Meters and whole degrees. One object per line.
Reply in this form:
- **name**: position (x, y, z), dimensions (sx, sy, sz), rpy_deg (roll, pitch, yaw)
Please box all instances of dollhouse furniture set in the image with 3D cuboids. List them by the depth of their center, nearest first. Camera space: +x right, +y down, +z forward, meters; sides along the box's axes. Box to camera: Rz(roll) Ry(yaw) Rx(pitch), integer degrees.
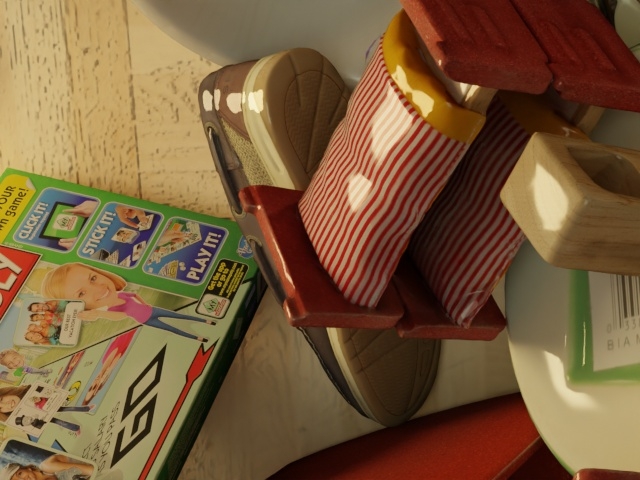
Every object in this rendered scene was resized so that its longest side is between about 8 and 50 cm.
- **dollhouse furniture set**: position (0.110, 0.030, 0.807), dimensions (0.152, 0.374, 0.201), rpy_deg (7, 127, -30)

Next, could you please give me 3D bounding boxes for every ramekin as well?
- **ramekin**: position (0.240, 0.023, 0.888), dimensions (0.148, 0.303, 0.303), rpy_deg (7, 105, -30)

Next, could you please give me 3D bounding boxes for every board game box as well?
- **board game box**: position (-0.180, 0.090, 1.024), dimensions (0.214, 0.317, 0.046), rpy_deg (14, 137, 11)

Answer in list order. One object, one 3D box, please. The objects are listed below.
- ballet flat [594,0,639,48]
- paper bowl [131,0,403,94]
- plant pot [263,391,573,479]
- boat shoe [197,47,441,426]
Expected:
- **ballet flat**: position (0.198, -0.179, 1.003), dimensions (0.057, 0.052, 0.168), rpy_deg (-15, 95, 16)
- **paper bowl**: position (0.011, -0.227, 0.950), dimensions (0.284, 0.284, 0.148), rpy_deg (2, 57, 14)
- **plant pot**: position (0.057, 0.256, 1.019), dimensions (0.236, 0.267, 0.267), rpy_deg (-5, 98, 27)
- **boat shoe**: position (0.000, 0.000, 1.049), dimensions (0.092, 0.103, 0.285), rpy_deg (7, 131, 44)
